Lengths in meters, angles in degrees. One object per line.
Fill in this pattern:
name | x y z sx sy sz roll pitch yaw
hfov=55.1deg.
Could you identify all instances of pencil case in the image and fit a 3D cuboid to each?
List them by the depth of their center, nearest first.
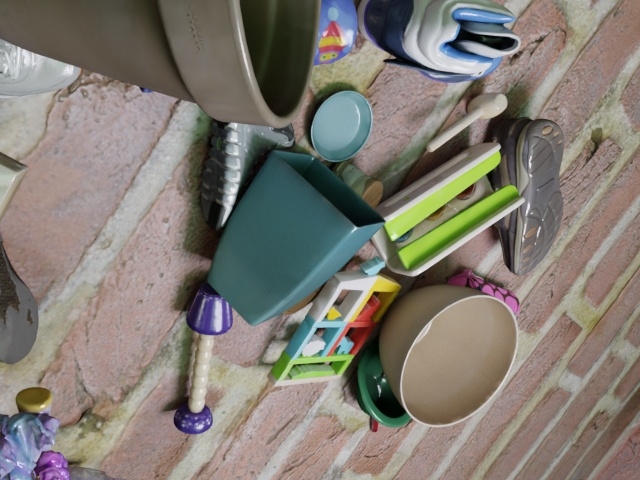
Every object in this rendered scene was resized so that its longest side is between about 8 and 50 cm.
pencil case | -0.103 -0.278 0.796 0.306 0.133 0.119 -17 161 -26
pencil case | 0.373 0.135 1.393 0.209 0.095 0.098 22 78 -43

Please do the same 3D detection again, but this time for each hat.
hat | 0.095 0.343 1.360 0.173 0.183 0.208 -11 78 -43

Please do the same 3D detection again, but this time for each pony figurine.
pony figurine | -0.463 0.367 0.857 0.351 0.303 0.363 11 117 -4

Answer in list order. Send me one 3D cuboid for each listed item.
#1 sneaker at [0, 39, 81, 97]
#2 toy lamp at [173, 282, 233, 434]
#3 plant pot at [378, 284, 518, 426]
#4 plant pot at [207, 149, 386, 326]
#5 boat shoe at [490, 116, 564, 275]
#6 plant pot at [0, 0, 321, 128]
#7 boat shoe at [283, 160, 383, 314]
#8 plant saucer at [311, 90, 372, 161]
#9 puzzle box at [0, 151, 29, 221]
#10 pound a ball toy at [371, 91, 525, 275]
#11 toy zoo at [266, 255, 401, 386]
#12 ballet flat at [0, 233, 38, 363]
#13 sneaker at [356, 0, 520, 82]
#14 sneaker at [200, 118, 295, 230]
sneaker | -0.385 -0.193 0.647 0.262 0.121 0.099 -1 117 -34
toy lamp | -0.198 0.199 1.040 0.080 0.080 0.274 -5 121 -33
plant pot | 0.229 0.204 1.250 0.284 0.191 0.284 -10 114 -25
plant pot | -0.052 0.008 0.940 0.234 0.165 0.166 -51 168 16
boat shoe | 0.409 -0.093 1.255 0.132 0.130 0.355 -25 127 -26
plant pot | -0.161 -0.269 0.558 0.280 0.323 0.323 4 122 10
boat shoe | 0.000 0.000 1.065 0.285 0.089 0.104 -57 158 9
plant saucer | 0.031 -0.189 1.006 0.119 0.021 0.119 -17 124 -27
puzzle box | -0.535 0.029 0.648 0.272 0.052 0.409 30 98 -16
pound a ball toy | 0.224 -0.108 1.138 0.319 0.136 0.208 -33 105 -14
toy zoo | 0.040 0.154 1.159 0.192 0.030 0.293 9 119 -49
ballet flat | -0.439 0.063 0.810 0.084 0.058 0.250 -55 152 -47
sneaker | 0.232 -0.294 0.938 0.323 0.236 0.130 6 112 -37
sneaker | -0.098 -0.121 0.916 0.132 0.086 0.228 -4 117 -36
